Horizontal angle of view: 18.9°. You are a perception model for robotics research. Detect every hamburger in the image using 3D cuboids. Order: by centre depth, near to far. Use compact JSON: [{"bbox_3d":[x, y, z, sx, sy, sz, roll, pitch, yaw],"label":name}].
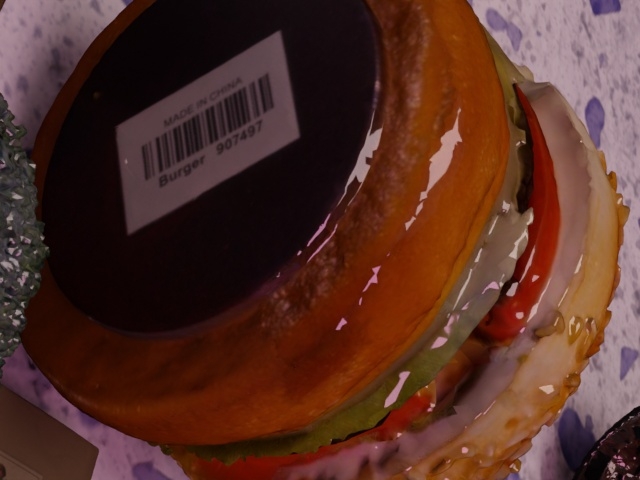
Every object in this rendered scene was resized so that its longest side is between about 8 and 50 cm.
[{"bbox_3d":[0.000,0.000,1.106,0.250,0.330,0.330,35,56,-45],"label":"hamburger"}]

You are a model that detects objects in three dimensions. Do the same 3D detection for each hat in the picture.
[{"bbox_3d":[0.266,0.197,1.653,0.193,0.082,0.193,-14,121,-25],"label":"hat"}]

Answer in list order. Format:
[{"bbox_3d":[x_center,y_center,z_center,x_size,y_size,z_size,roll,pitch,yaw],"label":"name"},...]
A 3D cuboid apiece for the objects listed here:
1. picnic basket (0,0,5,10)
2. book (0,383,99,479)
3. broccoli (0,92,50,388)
[{"bbox_3d":[-0.252,-0.241,0.806,0.337,0.293,0.337,8,90,-73],"label":"picnic basket"},{"bbox_3d":[-0.193,0.171,1.027,0.138,0.016,0.199,42,52,-41],"label":"book"},{"bbox_3d":[-0.221,0.012,0.927,0.226,0.176,0.198,-51,175,-6],"label":"broccoli"}]
